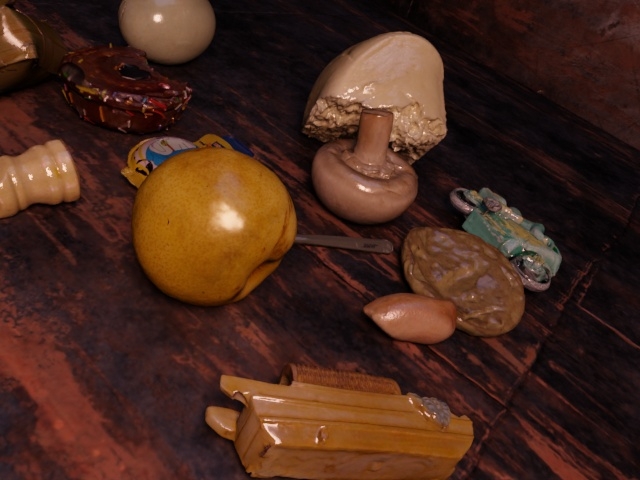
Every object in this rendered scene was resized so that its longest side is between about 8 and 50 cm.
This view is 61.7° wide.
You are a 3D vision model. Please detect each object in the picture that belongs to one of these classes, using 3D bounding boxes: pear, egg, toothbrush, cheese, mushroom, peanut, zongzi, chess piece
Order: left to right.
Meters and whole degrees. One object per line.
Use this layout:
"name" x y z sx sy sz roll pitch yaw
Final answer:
"zongzi" -0.593 -0.288 0.906 0.289 0.123 0.260 -28 16 -3
"chess piece" -0.435 -0.069 0.711 0.200 0.090 0.090 -23 55 -33
"egg" -0.345 -0.501 1.227 0.186 0.187 0.253 36 33 17
"cheese" -0.225 -0.141 0.930 0.156 0.064 0.250 39 40 19
"pear" -0.144 -0.023 0.697 0.208 0.209 0.209 16 35 -12
"toothbrush" 0.000 0.000 0.910 0.297 0.030 0.030 5 65 -27
"mushroom" 0.088 -0.144 0.990 0.207 0.215 0.207 8 36 -6
"peanut" 0.135 0.114 0.800 0.152 0.076 0.076 7 38 -16

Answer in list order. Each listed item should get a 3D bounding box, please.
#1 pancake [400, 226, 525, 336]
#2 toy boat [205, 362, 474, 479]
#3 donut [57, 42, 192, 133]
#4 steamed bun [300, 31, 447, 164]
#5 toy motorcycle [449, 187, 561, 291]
"pancake" 0.248 0.064 0.940 0.241 0.050 0.242 12 48 -13
"toy boat" 0.029 0.201 0.606 0.310 0.089 0.115 10 34 -19
"donut" -0.366 -0.276 0.999 0.230 0.096 0.216 32 38 11
"steamed bun" 0.093 -0.298 1.128 0.272 0.274 0.290 0 0 -25
"toy motorcycle" 0.392 -0.015 1.095 0.198 0.109 0.297 -2 43 -36
